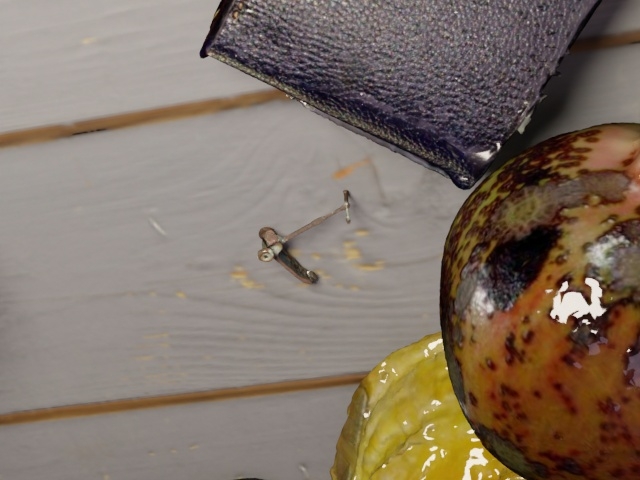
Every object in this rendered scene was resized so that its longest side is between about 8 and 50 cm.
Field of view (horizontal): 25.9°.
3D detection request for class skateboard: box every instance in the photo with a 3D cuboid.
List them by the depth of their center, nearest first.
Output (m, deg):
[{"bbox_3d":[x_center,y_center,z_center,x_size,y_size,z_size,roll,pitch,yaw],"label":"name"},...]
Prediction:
[{"bbox_3d":[0.000,0.000,1.074,0.083,0.032,0.064,-30,129,28],"label":"skateboard"}]

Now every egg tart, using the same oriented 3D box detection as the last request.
[{"bbox_3d":[0.148,0.228,1.103,0.351,0.153,0.340,-6,103,18],"label":"egg tart"}]

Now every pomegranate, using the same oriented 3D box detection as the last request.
[{"bbox_3d":[0.223,0.011,0.902,0.285,0.285,0.341,10,128,-1],"label":"pomegranate"}]

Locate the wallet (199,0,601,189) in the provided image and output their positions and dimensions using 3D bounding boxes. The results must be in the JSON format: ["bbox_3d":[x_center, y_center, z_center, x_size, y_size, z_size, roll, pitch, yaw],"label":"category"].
[{"bbox_3d":[0.070,-0.181,0.910,0.221,0.071,0.262,27,122,-8],"label":"wallet"}]

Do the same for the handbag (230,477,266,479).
[{"bbox_3d":[-0.062,0.357,1.254,0.181,0.181,0.254,-14,125,17],"label":"handbag"}]
